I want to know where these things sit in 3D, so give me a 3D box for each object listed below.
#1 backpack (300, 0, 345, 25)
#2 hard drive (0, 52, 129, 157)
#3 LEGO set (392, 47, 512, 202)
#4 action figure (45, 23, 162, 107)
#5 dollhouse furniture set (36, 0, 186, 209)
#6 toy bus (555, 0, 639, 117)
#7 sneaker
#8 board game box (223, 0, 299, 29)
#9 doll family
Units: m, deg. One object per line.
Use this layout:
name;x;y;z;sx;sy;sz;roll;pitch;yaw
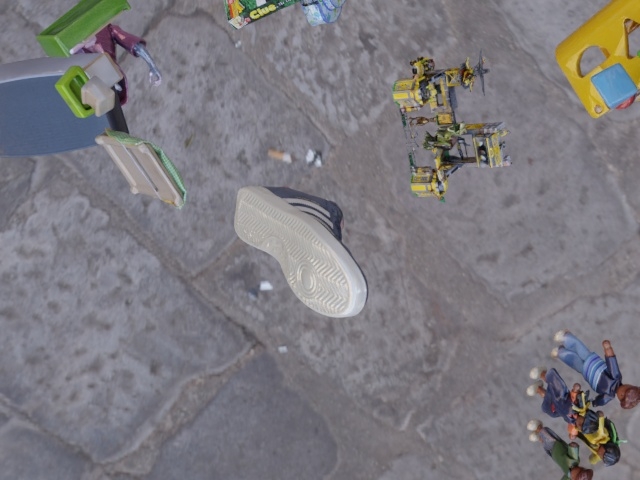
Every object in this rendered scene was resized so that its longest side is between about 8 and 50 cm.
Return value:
backpack;0.004;-0.497;1.677;0.084;0.105;0.114;0;127;30
hard drive;-0.477;-0.226;1.435;0.254;0.054;0.172;-7;122;5
LEGO set;0.316;-0.260;1.888;0.192;0.255;0.331;2;107;37
action figure;-0.522;-0.402;1.859;0.248;0.370;0.276;-22;135;13
dollhouse furniture set;-0.137;-0.100;0.604;0.058;0.076;0.152;-46;126;-24
toy bus;0.311;-0.200;0.746;0.202;0.191;0.104;-30;82;5
sneaker;0.000;0.000;1.336;0.148;0.350;0.131;-5;122;-34
board game box;-0.091;-0.438;1.197;0.136;0.260;0.030;-22;155;18
doll family;0.284;0.187;0.892;0.076;0.111;0.193;-23;126;-13
